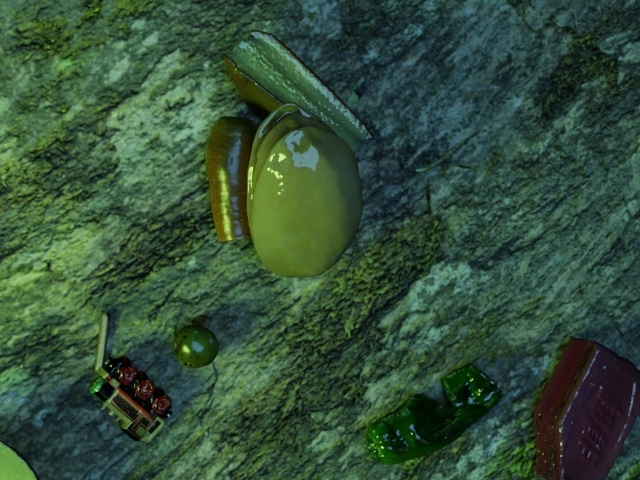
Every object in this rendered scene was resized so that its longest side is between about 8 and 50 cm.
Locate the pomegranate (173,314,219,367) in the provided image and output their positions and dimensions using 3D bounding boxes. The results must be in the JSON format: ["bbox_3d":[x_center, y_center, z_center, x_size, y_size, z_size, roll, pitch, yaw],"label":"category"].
[{"bbox_3d":[-0.193,0.154,1.607,0.073,0.073,0.085,-4,77,-19],"label":"pomegranate"}]

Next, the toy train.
[{"bbox_3d":[-0.289,0.239,1.581,0.087,0.050,0.138,-48,113,-12],"label":"toy train"}]

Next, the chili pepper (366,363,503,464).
[{"bbox_3d":[0.192,0.297,1.743,0.253,0.083,0.099,-27,92,-20],"label":"chili pepper"}]

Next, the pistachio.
[{"bbox_3d":[-0.026,-0.062,1.568,0.181,0.162,0.293,-18,135,-17],"label":"pistachio"}]

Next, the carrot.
[{"bbox_3d":[-0.136,-0.094,1.606,0.087,0.087,0.194,2,95,-19],"label":"carrot"}]

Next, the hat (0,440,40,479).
[{"bbox_3d":[-0.520,0.379,1.468,0.257,0.130,0.257,-1,93,-18],"label":"hat"}]

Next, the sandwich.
[{"bbox_3d":[-0.041,-0.220,1.627,0.258,0.096,0.094,42,74,-16],"label":"sandwich"}]

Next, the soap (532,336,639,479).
[{"bbox_3d":[0.461,0.313,1.831,0.162,0.099,0.250,31,83,-25],"label":"soap"}]

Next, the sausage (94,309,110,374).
[{"bbox_3d":[-0.331,0.155,1.584,0.015,0.015,0.100,7,91,-19],"label":"sausage"}]
